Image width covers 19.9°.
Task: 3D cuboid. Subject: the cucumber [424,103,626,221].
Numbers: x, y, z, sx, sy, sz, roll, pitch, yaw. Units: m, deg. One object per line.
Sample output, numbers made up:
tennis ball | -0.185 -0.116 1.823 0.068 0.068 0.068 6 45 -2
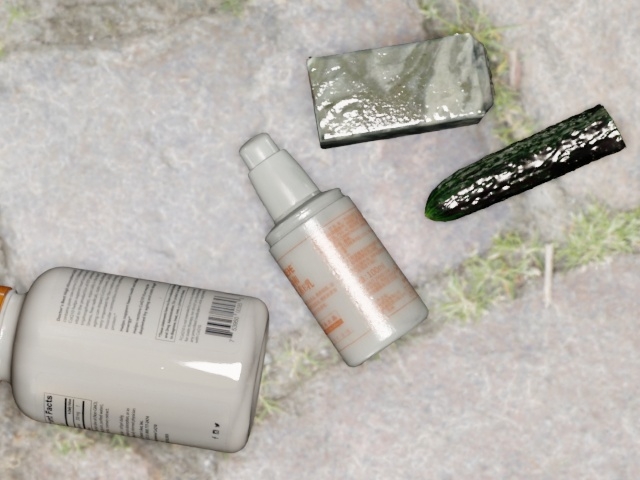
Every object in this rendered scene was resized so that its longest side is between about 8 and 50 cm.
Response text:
cucumber | 0.202 -0.072 1.859 0.214 0.058 0.052 -25 121 2

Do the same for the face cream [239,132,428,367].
face cream | 0.000 0.000 1.835 0.101 0.101 0.252 -35 88 -1

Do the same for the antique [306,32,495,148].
antique | 0.082 -0.151 1.849 0.183 0.086 0.088 -9 88 0

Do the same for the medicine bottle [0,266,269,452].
medicine bottle | -0.203 0.112 1.804 0.288 0.157 0.157 10 87 1
